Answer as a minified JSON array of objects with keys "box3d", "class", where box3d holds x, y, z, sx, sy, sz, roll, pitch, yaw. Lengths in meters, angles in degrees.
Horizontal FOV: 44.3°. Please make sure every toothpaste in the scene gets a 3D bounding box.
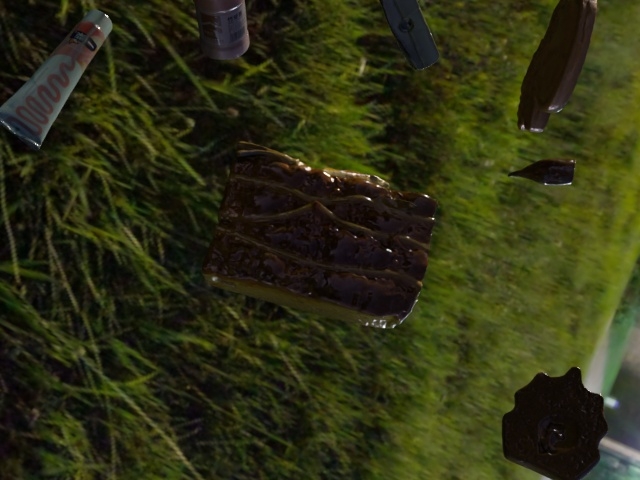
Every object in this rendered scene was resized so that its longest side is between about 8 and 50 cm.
[{"box3d":[-0.293,-0.187,0.883,0.036,0.056,0.205,-33,-151,46],"class":"toothpaste"}]

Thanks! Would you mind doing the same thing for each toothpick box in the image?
[{"box3d":[-0.187,-0.429,1.483,0.098,0.098,0.149,-55,159,-31],"class":"toothpick box"}]

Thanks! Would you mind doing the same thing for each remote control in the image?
[{"box3d":[0.075,-0.259,0.794,0.098,0.038,0.233,58,17,-31],"class":"remote control"}]

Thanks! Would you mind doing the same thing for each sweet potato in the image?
[{"box3d":[0.385,-0.117,1.365,0.049,0.117,0.049,-3,90,-79],"class":"sweet potato"}]

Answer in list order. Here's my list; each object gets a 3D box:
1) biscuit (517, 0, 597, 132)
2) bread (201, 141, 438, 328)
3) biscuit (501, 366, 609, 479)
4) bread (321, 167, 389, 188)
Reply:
[{"box3d":[0.370,-0.283,1.263,0.288,0.044,0.202,109,-7,-73],"class":"biscuit"},{"box3d":[0.000,0.000,1.021,0.114,0.275,0.184,134,-29,-76],"class":"bread"},{"box3d":[0.437,0.330,1.449,0.215,0.182,0.034,-60,157,-21],"class":"biscuit"},{"box3d":[0.017,-0.062,1.354,0.188,0.125,0.068,-30,-128,59],"class":"bread"}]
